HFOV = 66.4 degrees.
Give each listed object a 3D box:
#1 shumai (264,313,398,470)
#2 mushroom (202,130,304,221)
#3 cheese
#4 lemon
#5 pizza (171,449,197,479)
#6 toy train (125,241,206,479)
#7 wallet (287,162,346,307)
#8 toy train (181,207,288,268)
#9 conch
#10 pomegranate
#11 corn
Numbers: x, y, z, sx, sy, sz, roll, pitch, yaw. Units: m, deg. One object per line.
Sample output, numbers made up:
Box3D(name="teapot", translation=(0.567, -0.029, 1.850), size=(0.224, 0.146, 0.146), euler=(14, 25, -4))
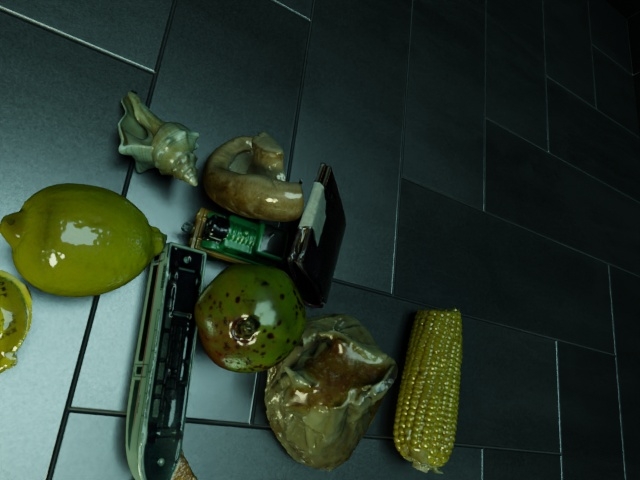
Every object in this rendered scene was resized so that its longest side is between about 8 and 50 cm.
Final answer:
Box3D(name="shumai", translation=(0.041, 0.300, 0.920), size=(0.267, 0.262, 0.314), euler=(7, 83, -17))
Box3D(name="mushroom", translation=(-0.148, -0.117, 0.959), size=(0.151, 0.285, 0.156), euler=(-13, 126, -24))
Box3D(name="cheese", translation=(-0.521, 0.084, 0.741), size=(0.156, 0.064, 0.250), euler=(-26, 82, -1))
Box3D(name="lemon", translation=(-0.380, 0.002, 0.800), size=(0.248, 0.184, 0.184), euler=(8, 73, -34))
Box3D(name="pizza", translation=(-0.247, 0.450, 0.851), size=(0.176, 0.036, 0.184), euler=(23, 64, -28))
Box3D(name="toy train", translation=(-0.280, 0.211, 0.857), size=(0.086, 0.088, 0.407), euler=(23, 65, -48))
Box3D(name="wallet", translation=(0.000, 0.000, 1.016), size=(0.071, 0.262, 0.221), euler=(13, 66, 15))
Box3D(name="toy train", translation=(-0.156, 0.001, 0.967), size=(0.228, 0.136, 0.091), euler=(22, 67, -28))
Box3D(name="conch", translation=(-0.317, -0.176, 0.938), size=(0.234, 0.114, 0.137), euler=(25, 47, 14))
Box3D(name="pomegranate", translation=(-0.135, 0.122, 0.886), size=(0.198, 0.246, 0.198), euler=(-14, 126, -20))
Box3D(name="corn", translation=(0.255, 0.331, 1.143), size=(0.144, 0.144, 0.387), euler=(23, 63, -26))
